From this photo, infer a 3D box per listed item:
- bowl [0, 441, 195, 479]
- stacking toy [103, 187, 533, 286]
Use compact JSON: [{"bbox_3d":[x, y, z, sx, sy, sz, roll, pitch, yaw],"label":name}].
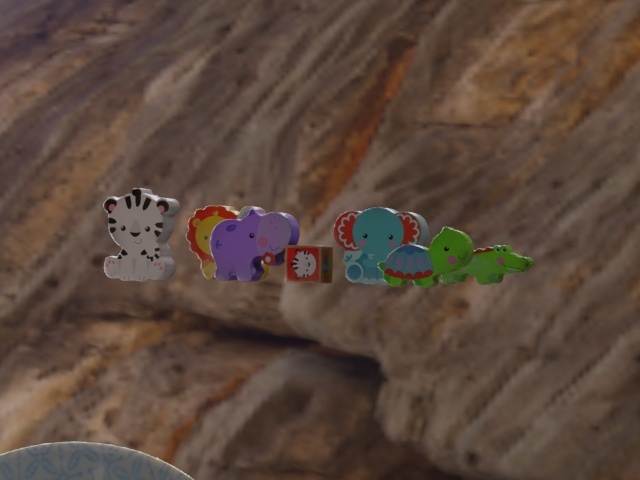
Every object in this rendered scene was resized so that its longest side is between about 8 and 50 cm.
[{"bbox_3d":[-0.202,0.322,1.401,0.289,0.289,0.156,-26,-36,-32],"label":"bowl"},{"bbox_3d":[0.000,0.000,1.010,0.167,0.221,0.052,3,-91,-73],"label":"stacking toy"}]
